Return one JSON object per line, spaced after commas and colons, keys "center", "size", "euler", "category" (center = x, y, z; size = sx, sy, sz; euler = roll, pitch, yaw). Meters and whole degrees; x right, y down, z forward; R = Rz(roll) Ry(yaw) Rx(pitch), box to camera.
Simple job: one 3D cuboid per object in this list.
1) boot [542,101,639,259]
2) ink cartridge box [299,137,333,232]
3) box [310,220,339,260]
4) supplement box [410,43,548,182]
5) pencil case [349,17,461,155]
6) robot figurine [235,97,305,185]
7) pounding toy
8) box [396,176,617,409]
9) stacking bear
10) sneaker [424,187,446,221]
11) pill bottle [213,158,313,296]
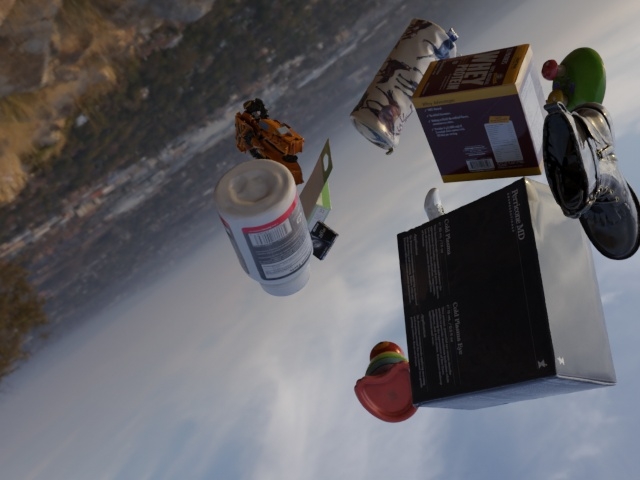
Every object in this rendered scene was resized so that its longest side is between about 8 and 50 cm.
{"center": [0.362, -0.069, 0.974], "size": [0.091, 0.263, 0.229], "euler": [-16, -172, 33], "category": "boot"}
{"center": [0.001, -0.141, 1.967], "size": [0.235, 0.056, 0.171], "euler": [-60, -159, 31], "category": "ink cartridge box"}
{"center": [0.000, 0.000, 1.862], "size": [0.083, 0.067, 0.018], "euler": [-57, 162, 17], "category": "box"}
{"center": [0.297, -0.225, 1.294], "size": [0.191, 0.194, 0.129], "euler": [-2, -138, 33], "category": "supplement box"}
{"center": [0.249, -0.457, 2.118], "size": [0.410, 0.183, 0.160], "euler": [-57, 179, -9], "category": "pencil case"}
{"center": [-0.153, -0.279, 2.030], "size": [0.085, 0.291, 0.211], "euler": [-24, 134, -31], "category": "robot figurine"}
{"center": [0.587, -0.360, 1.749], "size": [0.110, 0.183, 0.237], "euler": [-2, 146, -13], "category": "pounding toy"}
{"center": [0.319, 0.112, 1.284], "size": [0.179, 0.343, 0.312], "euler": [13, 155, -35], "category": "box"}
{"center": [0.197, 0.381, 2.036], "size": [0.175, 0.164, 0.289], "euler": [-25, -168, 8], "category": "stacking bear"}
{"center": [0.296, -0.056, 1.773], "size": [0.053, 0.152, 0.061], "euler": [-18, -161, -41], "category": "sneaker"}
{"center": [-0.113, -0.014, 1.590], "size": [0.176, 0.176, 0.318], "euler": [-37, 144, -17], "category": "pill bottle"}
